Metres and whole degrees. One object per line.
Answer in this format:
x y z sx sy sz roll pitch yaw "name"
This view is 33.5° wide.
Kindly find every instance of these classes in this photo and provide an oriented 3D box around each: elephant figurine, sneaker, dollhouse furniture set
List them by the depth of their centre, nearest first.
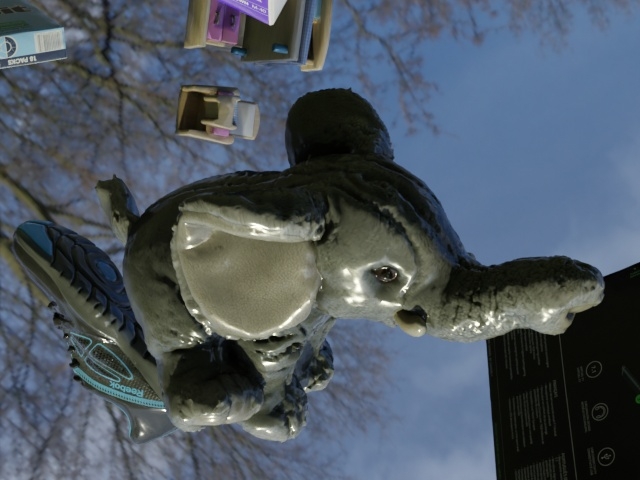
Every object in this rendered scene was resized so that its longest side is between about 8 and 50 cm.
0.000 0.000 0.591 0.239 0.186 0.169 -44 -138 45 "elephant figurine"
-0.023 -0.260 1.364 0.303 0.198 0.286 10 -86 58 "dollhouse furniture set"
-0.294 0.123 1.389 0.140 0.341 0.125 -40 -176 19 "sneaker"

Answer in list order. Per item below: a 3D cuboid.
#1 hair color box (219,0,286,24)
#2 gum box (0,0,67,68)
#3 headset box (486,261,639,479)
-0.048 -0.351 0.926 0.110 0.339 0.185 26 -103 3 "hair color box"
-0.403 -0.244 1.240 0.157 0.041 0.184 -16 -148 -28 "gum box"
0.267 0.135 0.712 0.283 0.131 0.246 -29 -136 33 "headset box"
